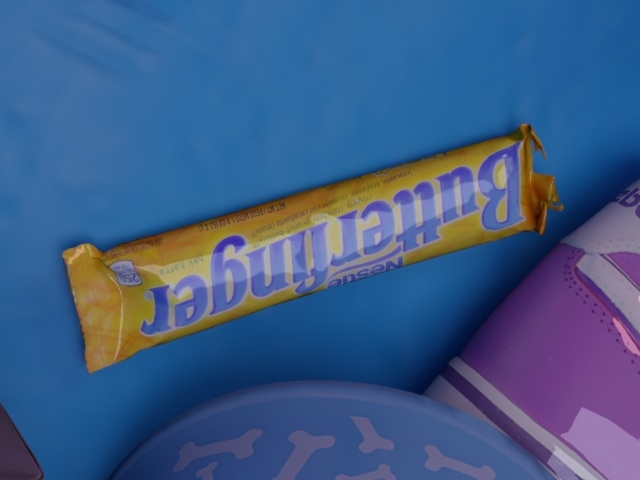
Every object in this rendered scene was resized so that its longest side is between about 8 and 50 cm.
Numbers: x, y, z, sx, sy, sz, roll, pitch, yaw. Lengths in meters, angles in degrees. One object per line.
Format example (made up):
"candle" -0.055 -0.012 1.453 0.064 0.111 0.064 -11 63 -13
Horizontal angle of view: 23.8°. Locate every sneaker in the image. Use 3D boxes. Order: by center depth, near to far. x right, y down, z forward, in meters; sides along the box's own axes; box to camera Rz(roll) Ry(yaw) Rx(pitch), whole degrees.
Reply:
"sneaker" 0.181 0.090 0.508 0.282 0.102 0.161 43 86 -20

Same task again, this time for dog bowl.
"dog bowl" 0.011 0.191 0.459 0.166 0.074 0.297 -5 112 11

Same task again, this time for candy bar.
"candy bar" 0.000 0.000 0.478 0.161 0.018 0.040 -16 107 -10

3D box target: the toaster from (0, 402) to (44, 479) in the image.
"toaster" -0.149 0.115 0.390 0.110 0.185 0.168 13 92 -20
